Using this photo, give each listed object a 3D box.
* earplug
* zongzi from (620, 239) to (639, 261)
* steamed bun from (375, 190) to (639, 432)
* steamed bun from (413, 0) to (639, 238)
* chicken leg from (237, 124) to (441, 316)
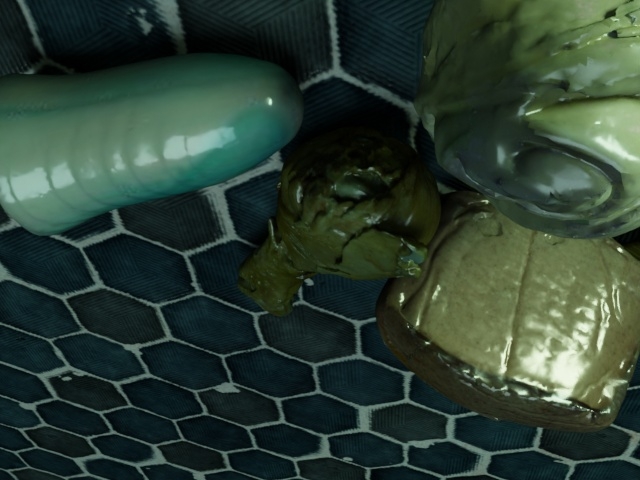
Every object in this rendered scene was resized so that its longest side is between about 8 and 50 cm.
[{"bbox_3d":[-0.173,-0.123,0.832,0.324,0.185,0.185,-10,139,14],"label":"earplug"},{"bbox_3d":[0.491,-0.015,0.849,0.288,0.134,0.286,20,136,13],"label":"zongzi"},{"bbox_3d":[0.225,0.095,0.940,0.301,0.252,0.199,25,161,5],"label":"steamed bun"},{"bbox_3d":[0.192,-0.102,0.617,0.268,0.207,0.280,27,151,25],"label":"steamed bun"},{"bbox_3d":[0.000,0.000,0.947,0.201,0.152,0.429,54,146,3],"label":"chicken leg"}]
